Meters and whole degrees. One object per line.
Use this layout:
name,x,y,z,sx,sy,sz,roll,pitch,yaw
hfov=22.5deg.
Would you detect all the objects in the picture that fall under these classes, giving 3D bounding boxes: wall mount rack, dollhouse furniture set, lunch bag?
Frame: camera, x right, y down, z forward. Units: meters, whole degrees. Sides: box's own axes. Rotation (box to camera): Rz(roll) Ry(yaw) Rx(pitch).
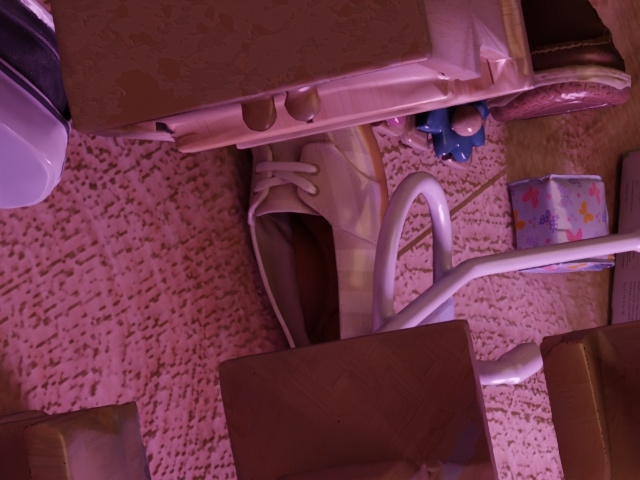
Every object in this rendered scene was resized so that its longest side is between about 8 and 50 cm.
wall mount rack,0.124,0.123,0.993,0.304,0.130,0.350,-31,124,-60
dollhouse furniture set,0.024,0.065,0.761,0.256,0.362,0.394,-8,88,-74
lunch bag,0.183,-0.012,1.195,0.083,0.053,0.071,-2,83,-41

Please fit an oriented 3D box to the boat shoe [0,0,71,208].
boat shoe,-0.209,-0.131,0.694,0.306,0.113,0.105,38,50,-43

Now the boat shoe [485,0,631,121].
boat shoe,0.154,-0.133,1.095,0.257,0.095,0.095,-41,123,-84

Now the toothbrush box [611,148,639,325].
toothbrush box,0.366,0.058,1.350,0.283,0.122,0.206,28,64,-46

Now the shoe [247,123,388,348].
shoe,0.000,0.000,0.951,0.058,0.076,0.219,-24,104,-56

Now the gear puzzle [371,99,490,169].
gear puzzle,0.084,-0.227,1.114,0.175,0.044,0.339,22,67,-46
